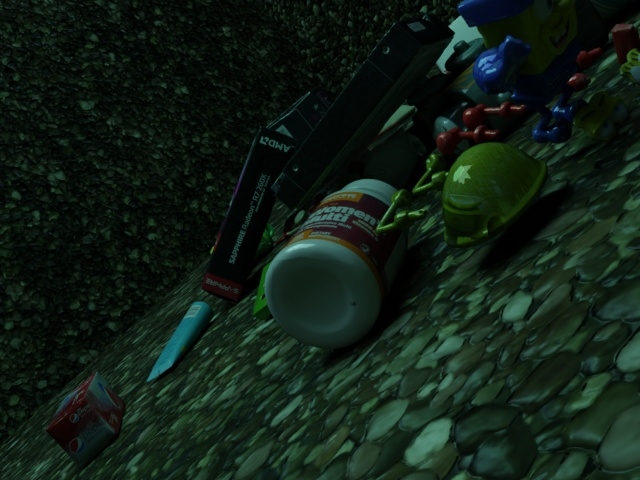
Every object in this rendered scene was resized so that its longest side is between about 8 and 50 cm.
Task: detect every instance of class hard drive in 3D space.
[{"bbox_3d":[0.071,-0.210,1.190,0.339,0.064,0.237,-49,-4,28],"label":"hard drive"}]

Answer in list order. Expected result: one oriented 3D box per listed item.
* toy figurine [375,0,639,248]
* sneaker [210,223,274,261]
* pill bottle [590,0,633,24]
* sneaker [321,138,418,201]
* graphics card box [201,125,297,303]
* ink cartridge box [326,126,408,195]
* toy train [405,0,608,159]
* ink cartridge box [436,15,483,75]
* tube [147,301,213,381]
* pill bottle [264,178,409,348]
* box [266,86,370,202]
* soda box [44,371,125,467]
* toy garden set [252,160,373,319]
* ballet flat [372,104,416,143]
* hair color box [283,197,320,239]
[{"bbox_3d":[0.169,-0.185,0.719,0.191,0.217,0.362,10,45,49],"label":"toy figurine"},{"bbox_3d":[-0.195,0.011,1.891,0.123,0.109,0.295,-41,7,19],"label":"sneaker"},{"bbox_3d":[0.451,-0.435,1.186,0.146,0.146,0.264,-45,1,-31],"label":"pill bottle"},{"bbox_3d":[0.081,-0.074,1.249,0.232,0.090,0.115,-46,12,21],"label":"sneaker"},{"bbox_3d":[-0.160,-0.062,1.625,0.233,0.094,0.371,-136,67,-82],"label":"graphics card box"},{"bbox_3d":[0.094,-0.150,1.415,0.189,0.066,0.232,-38,-15,8],"label":"ink cartridge box"},{"bbox_3d":[0.279,-0.254,1.125,0.334,0.142,0.190,-42,18,-9],"label":"toy train"},{"bbox_3d":[0.362,-0.455,1.707,0.158,0.092,0.218,-38,-14,25],"label":"ink cartridge box"},{"bbox_3d":[-0.282,0.203,1.484,0.080,0.052,0.207,-40,12,34],"label":"tube"},{"bbox_3d":[0.030,0.015,0.809,0.121,0.121,0.221,-35,10,29],"label":"pill bottle"},{"bbox_3d":[0.002,-0.227,1.797,0.163,0.247,0.142,-37,7,18],"label":"box"},{"bbox_3d":[-0.418,0.314,1.319,0.083,0.092,0.263,-40,8,-11],"label":"soda box"},{"bbox_3d":[0.000,0.000,1.163,0.244,0.049,0.204,-38,28,34],"label":"toy garden set"},{"bbox_3d":[0.070,-0.202,1.411,0.248,0.086,0.086,-39,8,1],"label":"ballet flat"},{"bbox_3d":[-0.032,-0.045,1.661,0.093,0.053,0.167,-40,9,7],"label":"hair color box"}]
